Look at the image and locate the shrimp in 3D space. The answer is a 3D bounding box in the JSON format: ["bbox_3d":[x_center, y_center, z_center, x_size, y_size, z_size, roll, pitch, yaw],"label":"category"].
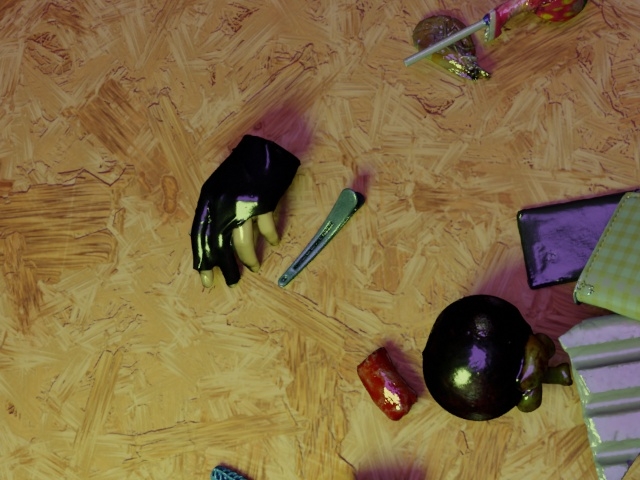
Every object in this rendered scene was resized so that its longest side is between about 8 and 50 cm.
[{"bbox_3d":[0.254,-0.361,1.586,0.099,0.041,0.180,-44,71,-12],"label":"shrimp"}]

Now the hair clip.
[{"bbox_3d":[0.000,0.000,1.580,0.039,0.070,0.229,39,99,14],"label":"hair clip"}]

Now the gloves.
[{"bbox_3d":[-0.161,-0.053,1.590,0.197,0.152,0.300,20,100,44],"label":"gloves"}]

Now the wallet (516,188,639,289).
[{"bbox_3d":[0.492,-0.009,1.460,0.286,0.030,0.146,-11,74,13],"label":"wallet"}]

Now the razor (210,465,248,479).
[{"bbox_3d":[-0.091,0.478,1.518,0.253,0.042,0.082,24,45,18],"label":"razor"}]

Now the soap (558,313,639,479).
[{"bbox_3d":[0.555,0.235,1.332,0.302,0.159,0.257,-13,74,14],"label":"soap"}]

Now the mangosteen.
[{"bbox_3d":[0.294,0.202,1.389,0.250,0.211,0.211,16,84,6],"label":"mangosteen"}]

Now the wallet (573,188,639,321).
[{"bbox_3d":[0.560,0.043,1.244,0.310,0.077,0.223,21,83,42],"label":"wallet"}]

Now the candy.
[{"bbox_3d":[0.317,-0.404,1.522,0.366,0.124,0.124,-27,75,5],"label":"candy"}]

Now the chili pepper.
[{"bbox_3d":[0.119,0.257,1.491,0.073,0.070,0.123,-34,71,-11],"label":"chili pepper"}]
